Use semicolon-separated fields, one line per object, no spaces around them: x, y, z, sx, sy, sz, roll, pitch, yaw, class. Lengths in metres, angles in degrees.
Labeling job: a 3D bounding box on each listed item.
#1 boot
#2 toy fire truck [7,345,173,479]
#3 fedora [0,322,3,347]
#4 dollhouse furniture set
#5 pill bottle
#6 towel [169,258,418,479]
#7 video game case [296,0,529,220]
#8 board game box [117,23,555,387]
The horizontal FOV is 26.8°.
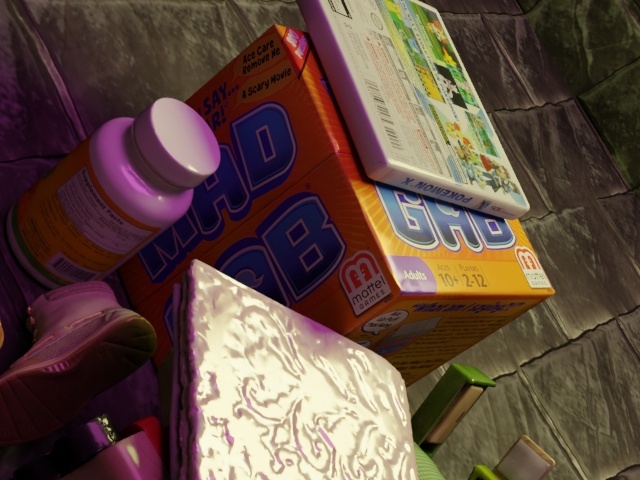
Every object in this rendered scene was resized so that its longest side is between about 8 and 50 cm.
-0.291;0.124;1.413;0.165;0.213;0.077;33;-29;59;boot
-0.202;0.220;1.320;0.159;0.217;0.246;58;30;7;toy fire truck
-0.359;0.080;1.299;0.194;0.079;0.194;-15;90;-89;fedora
0.177;0.275;1.745;0.197;0.151;0.301;42;11;25;dollhouse furniture set
-0.232;-0.054;1.521;0.136;0.245;0.136;35;35;-30;pill bottle
-0.018;0.211;1.310;0.317;0.053;0.332;30;38;-32;towel
0.103;-0.189;1.627;0.300;0.036;0.329;13;48;-49;video game case
0.000;0.000;1.680;0.356;0.356;0.356;3;57;-53;board game box
